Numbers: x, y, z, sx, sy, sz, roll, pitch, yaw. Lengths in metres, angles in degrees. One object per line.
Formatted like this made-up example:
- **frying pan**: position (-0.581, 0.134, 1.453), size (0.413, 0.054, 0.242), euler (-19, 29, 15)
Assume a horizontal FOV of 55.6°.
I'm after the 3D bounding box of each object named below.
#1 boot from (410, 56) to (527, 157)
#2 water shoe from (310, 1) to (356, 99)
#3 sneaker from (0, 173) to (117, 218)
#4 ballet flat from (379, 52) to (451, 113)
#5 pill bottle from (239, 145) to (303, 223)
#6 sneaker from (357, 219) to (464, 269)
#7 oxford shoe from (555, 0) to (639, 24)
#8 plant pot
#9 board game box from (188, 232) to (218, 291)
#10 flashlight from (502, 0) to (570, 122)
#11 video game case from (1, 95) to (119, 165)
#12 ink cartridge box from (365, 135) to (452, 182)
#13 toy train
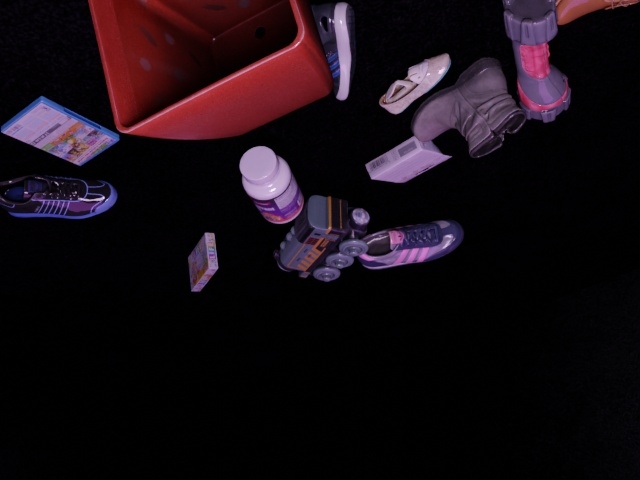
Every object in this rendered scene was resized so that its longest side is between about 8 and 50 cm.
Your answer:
- **boot**: position (0.281, -0.229, 1.202), size (0.083, 0.161, 0.246), euler (8, 149, -34)
- **water shoe**: position (0.017, -0.322, 1.029), size (0.080, 0.073, 0.203), euler (9, 152, 8)
- **sneaker**: position (-0.542, -0.093, 1.240), size (0.232, 0.082, 0.090), euler (-7, 162, -6)
- **ballet flat**: position (0.173, -0.296, 1.146), size (0.052, 0.057, 0.168), euler (16, 144, -28)
- **pill bottle**: position (-0.109, -0.122, 1.329), size (0.108, 0.108, 0.193), euler (-14, 155, 7)
- **sneaker**: position (0.254, 0.005, 1.747), size (0.318, 0.112, 0.131), euler (-18, 157, 11)
- **oxford shoe**: position (0.483, -0.413, 1.003), size (0.212, 0.076, 0.076), euler (-25, 154, 31)
- **plant pot**: position (-0.124, -0.286, 0.834), size (0.267, 0.268, 0.235), euler (-20, 167, 19)
- **board game box**: position (-0.317, 0.060, 1.632), size (0.026, 0.104, 0.154), euler (4, 151, -29)
- **flashlight**: position (0.399, -0.329, 1.106), size (0.103, 0.103, 0.304), euler (-9, 159, 20)
- **video game case**: position (-0.478, -0.198, 1.125), size (0.119, 0.015, 0.166), euler (-25, 152, 25)
- **ink cartridge box**: position (0.211, -0.189, 1.427), size (0.145, 0.045, 0.179), euler (-28, 168, 31)
- **toy train**: position (0.000, 0.000, 1.619), size (0.190, 0.142, 0.334), euler (13, 150, -19)
